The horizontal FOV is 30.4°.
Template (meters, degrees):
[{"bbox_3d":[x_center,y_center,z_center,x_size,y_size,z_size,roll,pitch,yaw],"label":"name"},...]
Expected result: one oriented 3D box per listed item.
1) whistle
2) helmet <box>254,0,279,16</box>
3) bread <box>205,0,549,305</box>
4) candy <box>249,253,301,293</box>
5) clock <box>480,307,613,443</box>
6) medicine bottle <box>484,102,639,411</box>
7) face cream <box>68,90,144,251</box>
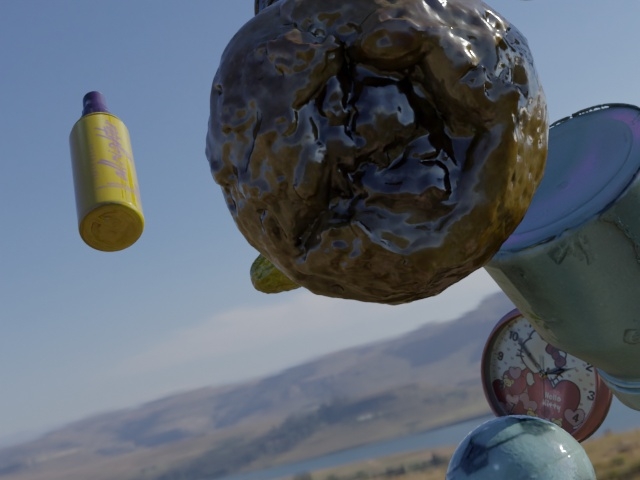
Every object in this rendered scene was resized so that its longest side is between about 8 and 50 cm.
[{"bbox_3d":[0.179,0.248,1.126,0.163,0.163,0.290,-19,-9,26],"label":"whistle"},{"bbox_3d":[0.038,-0.246,1.255,0.216,0.189,0.193,7,29,-12],"label":"helmet"},{"bbox_3d":[0.043,-0.066,0.761,0.230,0.230,0.123,-14,4,-14],"label":"bread"},{"bbox_3d":[0.000,0.000,1.446,0.199,0.094,0.106,-30,0,-6],"label":"candy"},{"bbox_3d":[0.371,0.224,1.948,0.244,0.244,0.056,-21,-11,41],"label":"clock"},{"bbox_3d":[0.336,0.029,1.311,0.245,0.290,0.245,-34,23,17],"label":"medicine bottle"},{"bbox_3d":[-0.271,-0.100,1.466,0.078,0.273,0.078,-8,-49,-9],"label":"face cream"}]
